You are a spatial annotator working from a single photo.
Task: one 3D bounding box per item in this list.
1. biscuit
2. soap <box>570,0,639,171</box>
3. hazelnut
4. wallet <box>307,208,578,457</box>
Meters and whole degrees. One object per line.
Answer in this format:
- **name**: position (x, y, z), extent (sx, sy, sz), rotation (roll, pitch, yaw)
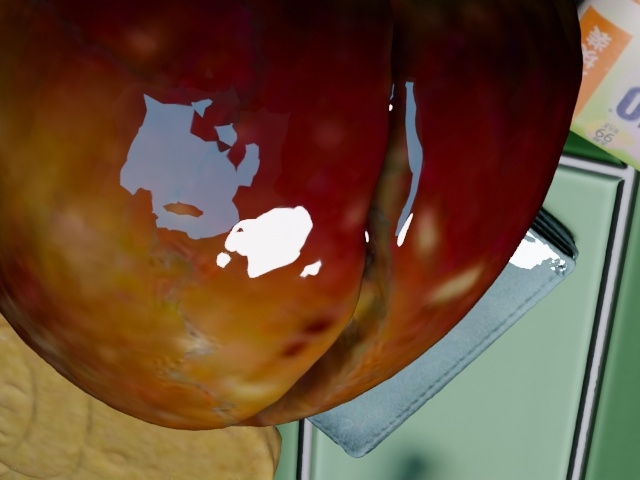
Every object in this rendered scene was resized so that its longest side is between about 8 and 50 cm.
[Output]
- **biscuit**: position (-0.204, 0.149, 1.484), extent (0.351, 0.057, 0.312), rotation (16, 142, 9)
- **soap**: position (0.252, -0.127, 1.086), extent (0.199, 0.138, 0.182), rotation (30, 131, -2)
- **hazelnut**: position (-0.052, -0.119, 1.024), extent (0.429, 0.402, 0.402), rotation (53, 132, 17)
- **wallet**: position (0.000, -0.001, 1.307), extent (0.290, 0.054, 0.251), rotation (40, 120, -13)
